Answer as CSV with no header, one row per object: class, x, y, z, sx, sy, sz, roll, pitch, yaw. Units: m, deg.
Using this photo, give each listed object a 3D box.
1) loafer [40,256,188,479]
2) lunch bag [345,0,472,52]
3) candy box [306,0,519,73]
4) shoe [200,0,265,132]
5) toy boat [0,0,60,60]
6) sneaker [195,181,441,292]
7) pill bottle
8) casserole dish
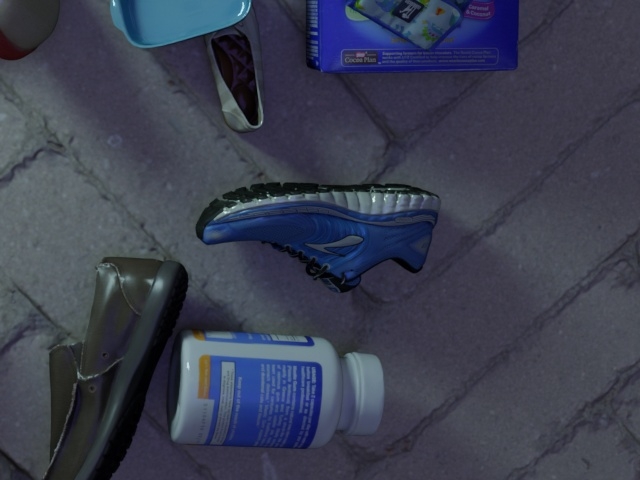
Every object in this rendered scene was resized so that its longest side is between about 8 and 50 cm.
loafer,-0.293,0.183,1.523,0.130,0.134,0.365,22,85,6
lunch bag,0.120,-0.318,1.409,0.129,0.096,0.151,27,110,-18
candy box,0.117,-0.378,1.503,0.268,0.122,0.317,-2,103,-12
shoe,-0.108,-0.244,1.505,0.077,0.058,0.219,-14,104,-11
toy boat,-0.424,-0.311,1.389,0.151,0.151,0.231,-29,108,25
sneaker,0.000,0.000,1.545,0.330,0.130,0.147,1,98,-14
pill bottle,-0.060,0.200,1.557,0.272,0.152,0.152,5,99,-15
casserole dish,-0.168,-0.302,1.460,0.188,0.037,0.114,-14,82,7
